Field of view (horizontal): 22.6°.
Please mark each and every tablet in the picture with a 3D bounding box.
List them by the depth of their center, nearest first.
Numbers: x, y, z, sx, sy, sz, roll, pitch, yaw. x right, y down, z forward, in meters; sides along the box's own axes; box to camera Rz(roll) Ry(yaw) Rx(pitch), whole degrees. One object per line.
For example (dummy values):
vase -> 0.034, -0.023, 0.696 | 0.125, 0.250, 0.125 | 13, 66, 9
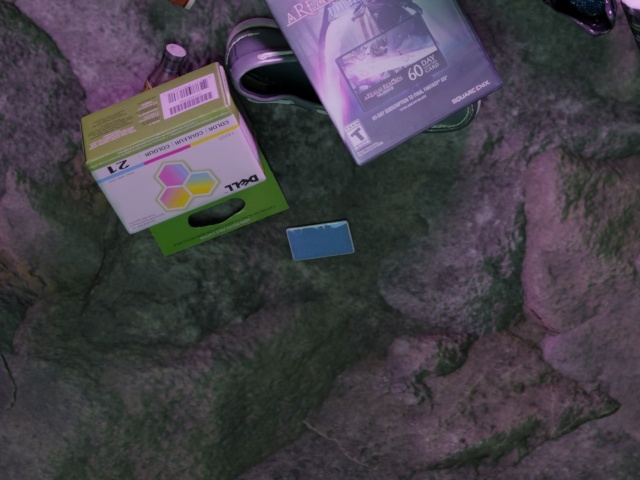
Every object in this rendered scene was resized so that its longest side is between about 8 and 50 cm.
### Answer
tablet -> 0.000, 0.000, 2.116 | 0.083, 0.006, 0.054 | -8, 126, 9

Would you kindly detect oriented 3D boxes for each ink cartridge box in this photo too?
ink cartridge box -> -0.156, -0.070, 1.984 | 0.189, 0.097, 0.255 | -22, 131, 6

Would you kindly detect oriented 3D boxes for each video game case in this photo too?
video game case -> 0.062, -0.249, 1.842 | 0.196, 0.026, 0.274 | -29, 105, 4

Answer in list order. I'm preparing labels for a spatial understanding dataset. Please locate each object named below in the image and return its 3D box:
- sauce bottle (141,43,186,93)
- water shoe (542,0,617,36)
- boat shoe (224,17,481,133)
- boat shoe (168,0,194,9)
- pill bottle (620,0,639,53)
sauce bottle -> -0.198, -0.183, 1.969 | 0.042, 0.042, 0.128 | 18, 123, -11
water shoe -> 0.265, -0.312, 1.829 | 0.203, 0.080, 0.073 | 32, 121, -20
boat shoe -> 0.040, -0.178, 1.925 | 0.319, 0.099, 0.116 | 14, 124, -9
boat shoe -> -0.145, -0.328, 1.857 | 0.043, 0.049, 0.137 | 24, 128, -12
pill bottle -> 0.445, -0.210, 1.868 | 0.130, 0.130, 0.245 | -18, 124, 15
